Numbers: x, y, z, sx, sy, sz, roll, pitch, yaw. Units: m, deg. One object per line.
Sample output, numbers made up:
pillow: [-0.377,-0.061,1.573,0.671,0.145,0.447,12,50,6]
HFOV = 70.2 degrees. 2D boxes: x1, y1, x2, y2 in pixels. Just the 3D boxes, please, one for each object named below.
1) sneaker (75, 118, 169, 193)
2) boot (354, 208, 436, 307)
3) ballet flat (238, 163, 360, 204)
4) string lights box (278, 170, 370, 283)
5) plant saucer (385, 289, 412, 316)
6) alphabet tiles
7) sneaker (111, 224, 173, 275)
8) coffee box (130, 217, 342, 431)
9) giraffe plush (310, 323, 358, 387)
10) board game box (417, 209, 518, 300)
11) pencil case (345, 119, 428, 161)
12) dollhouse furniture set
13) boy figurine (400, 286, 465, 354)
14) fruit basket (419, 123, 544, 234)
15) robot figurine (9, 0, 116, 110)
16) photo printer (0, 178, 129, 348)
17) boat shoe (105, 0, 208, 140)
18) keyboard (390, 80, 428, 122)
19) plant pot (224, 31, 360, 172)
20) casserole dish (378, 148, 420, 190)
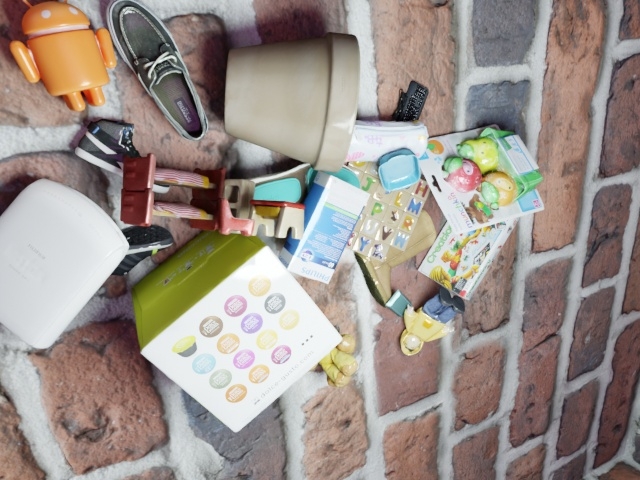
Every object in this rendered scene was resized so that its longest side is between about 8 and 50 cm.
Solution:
sneaker: [-0.434,-0.203,1.055,0.217,0.079,0.121,26,97,-29]
boot: [0.266,0.062,1.481,0.269,0.089,0.236,-31,119,-14]
ballet flat: [-0.070,-0.142,1.215,0.400,0.139,0.139,-15,115,-39]
string lights box: [0.007,-0.032,1.168,0.133,0.077,0.260,22,98,-32]
plant saucer: [0.266,0.215,1.522,0.067,0.018,0.192,-51,151,-1]
alphabet tiles: [0.182,-0.120,1.377,0.285,0.011,0.342,22,90,-20]
sneaker: [-0.482,0.033,1.132,0.234,0.084,0.097,-16,136,-17]
coffee box: [-0.223,0.181,1.143,0.337,0.338,0.334,-40,119,-8]
giraffe plush: [-0.004,0.343,1.401,0.170,0.210,0.181,9,128,-23]
board game box: [0.482,0.019,1.505,0.053,0.193,0.305,26,95,-49]
pencil case: [0.160,-0.283,1.274,0.273,0.113,0.124,-3,149,-19]
dollhouse furniture set: [-0.234,-0.095,0.966,0.201,0.374,0.152,3,92,-53]
boy figurine: [0.357,0.281,1.555,0.177,0.092,0.285,32,122,-7]
fruit basket: [0.480,-0.203,1.377,0.353,0.165,0.327,-12,68,-25]
robot figurine: [-0.516,-0.378,0.926,0.158,0.128,0.219,-9,114,4]
photo printer: [-0.595,0.038,0.995,0.256,0.107,0.307,40,88,2]
boat shoe: [-0.344,-0.376,1.014,0.121,0.119,0.335,-36,119,-10]
keyboard: [0.261,-0.371,1.353,0.100,0.038,0.192,14,100,-29]
plant pot: [-0.078,-0.331,1.073,0.280,0.323,0.323,4,107,-10]
casserole dish: [0.222,-0.202,1.296,0.114,0.037,0.188,-17,156,9]
